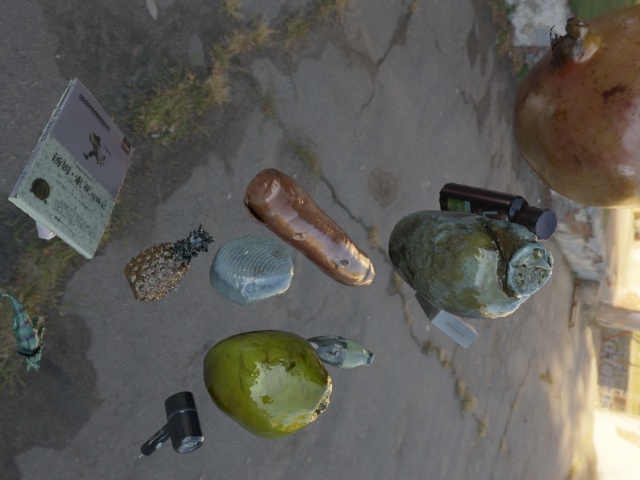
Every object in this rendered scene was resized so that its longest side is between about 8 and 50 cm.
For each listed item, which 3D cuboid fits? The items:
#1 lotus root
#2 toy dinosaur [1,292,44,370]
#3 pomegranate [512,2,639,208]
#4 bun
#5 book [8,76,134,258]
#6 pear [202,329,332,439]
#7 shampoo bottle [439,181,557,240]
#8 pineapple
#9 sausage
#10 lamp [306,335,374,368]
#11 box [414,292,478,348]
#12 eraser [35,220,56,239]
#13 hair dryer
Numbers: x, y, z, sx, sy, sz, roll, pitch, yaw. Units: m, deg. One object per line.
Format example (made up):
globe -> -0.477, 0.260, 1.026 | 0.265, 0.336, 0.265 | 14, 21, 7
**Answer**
lotus root -> 0.210, 0.030, 0.803 | 0.174, 0.349, 0.175 | -3, 100, -18
toy dinosaur -> -0.892, 0.269, 1.479 | 0.079, 0.120, 0.292 | -11, 109, -23
pomegranate -> 0.464, -0.217, 0.774 | 0.338, 0.338, 0.339 | -13, 107, -52
bun -> -0.274, 0.133, 2.003 | 0.354, 0.354, 0.194 | -41, 150, -42
book -> -0.285, -0.085, 0.583 | 0.127, 0.014, 0.182 | 64, 26, -53
pear -> -0.129, 0.335, 1.169 | 0.269, 0.321, 0.269 | -33, 127, -56
shampoo bottle -> 0.441, -0.070, 1.246 | 0.084, 0.323, 0.129 | -30, 116, -17
pineapple -> -0.576, 0.074, 1.896 | 0.362, 0.202, 0.202 | -36, 136, 5
sausage -> 0.000, 0.000, 0.899 | 0.419, 0.094, 0.094 | 42, 38, -55
lamp -> 0.057, 0.357, 1.566 | 0.250, 0.101, 0.101 | 18, 80, -17
box -> 0.401, 0.239, 1.581 | 0.149, 0.233, 0.067 | 35, 101, -10
eraser -> -0.729, -0.060, 1.305 | 0.065, 0.026, 0.105 | -60, 158, -60
hair dryer -> -0.367, 0.467, 1.155 | 0.071, 0.219, 0.124 | 26, 31, -46
